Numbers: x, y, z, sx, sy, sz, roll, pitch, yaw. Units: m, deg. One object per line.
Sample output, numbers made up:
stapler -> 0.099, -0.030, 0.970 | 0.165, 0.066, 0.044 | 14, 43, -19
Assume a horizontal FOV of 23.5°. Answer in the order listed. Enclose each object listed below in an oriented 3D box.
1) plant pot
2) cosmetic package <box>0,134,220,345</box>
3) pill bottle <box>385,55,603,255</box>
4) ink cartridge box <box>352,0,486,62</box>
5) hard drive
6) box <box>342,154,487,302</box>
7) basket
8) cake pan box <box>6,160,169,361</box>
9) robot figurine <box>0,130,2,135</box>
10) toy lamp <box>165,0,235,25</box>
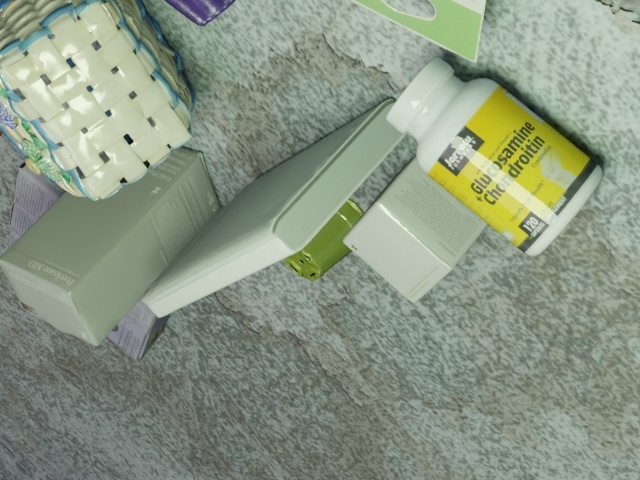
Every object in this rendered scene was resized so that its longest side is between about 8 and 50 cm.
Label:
plant pot -> 0.000, 0.000, 1.664 | 0.083, 0.079, 0.083 | 29, 148, 20
cosmetic package -> -0.240, -0.006, 1.771 | 0.127, 0.238, 0.107 | 19, 143, 32
pill bottle -> 0.152, -0.079, 1.369 | 0.184, 0.103, 0.103 | 39, 149, 4
ink cartridge box -> 0.081, -0.274, 1.249 | 0.171, 0.056, 0.235 | 30, 150, 19
hard drive -> -0.051, -0.027, 1.564 | 0.040, 0.203, 0.307 | 48, 149, -10
box -> 0.097, -0.013, 1.529 | 0.102, 0.087, 0.101 | 42, 150, 0
basket -> -0.261, -0.180, 1.640 | 0.255, 0.201, 0.289 | 56, -179, -21
cake pan box -> -0.300, 0.017, 2.039 | 0.246, 0.070, 0.267 | 36, 149, 6
robot figurine -> -0.493, -0.254, 1.893 | 0.291, 0.085, 0.211 | 40, 149, 3
toy lamp -> -0.181, -0.324, 1.461 | 0.275, 0.080, 0.080 | 51, 148, -15
